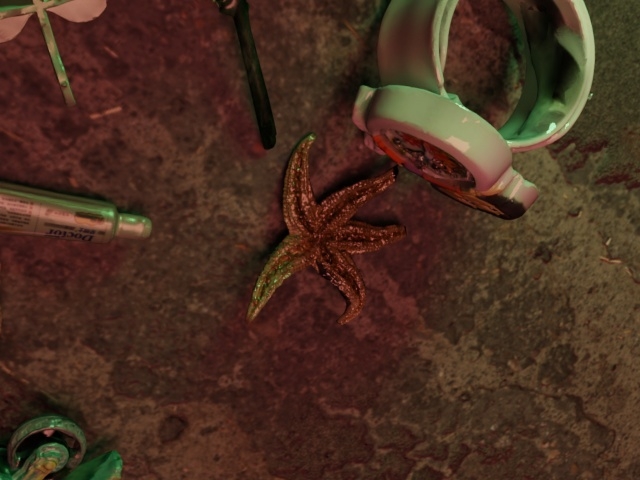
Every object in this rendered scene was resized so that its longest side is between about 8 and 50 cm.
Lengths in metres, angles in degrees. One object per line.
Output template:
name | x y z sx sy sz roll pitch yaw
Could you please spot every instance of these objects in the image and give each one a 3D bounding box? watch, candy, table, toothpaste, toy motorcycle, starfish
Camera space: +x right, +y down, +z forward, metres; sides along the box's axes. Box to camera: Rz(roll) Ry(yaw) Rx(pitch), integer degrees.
watch | 0.166 -0.162 0.951 0.244 0.196 0.231 31 80 -27
candy | -0.081 -0.217 0.871 0.097 0.097 0.323 -21 129 -10
table | -0.231 -0.206 0.735 0.166 0.198 0.167 -10 120 -17
toothpaste | -0.292 -0.030 0.902 0.255 0.037 0.067 8 119 -22
toy motorcycle | -0.358 0.317 1.022 0.296 0.109 0.198 -40 126 4
starfish | -0.002 -0.002 1.022 0.238 0.057 0.213 -35 114 -9
